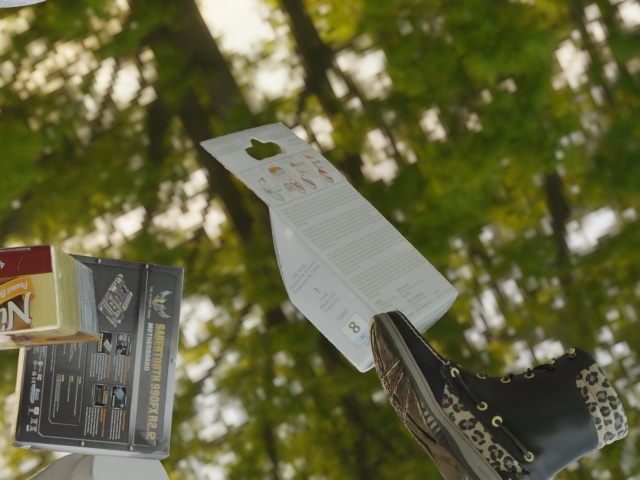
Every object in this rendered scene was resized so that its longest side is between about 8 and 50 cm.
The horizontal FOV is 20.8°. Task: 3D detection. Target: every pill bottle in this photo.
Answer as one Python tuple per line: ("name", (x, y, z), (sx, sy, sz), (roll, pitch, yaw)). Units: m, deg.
("pill bottle", (-0.327, 0.368, 2.218), (0.283, 0.160, 0.160), (-34, -170, 33))

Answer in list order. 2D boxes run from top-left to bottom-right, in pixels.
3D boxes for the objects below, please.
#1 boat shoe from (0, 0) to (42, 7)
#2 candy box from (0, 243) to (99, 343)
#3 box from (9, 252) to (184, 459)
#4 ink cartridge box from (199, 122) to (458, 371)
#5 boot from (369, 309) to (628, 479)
("boat shoe", (-0.283, -0.358, 1.932), (0.109, 0.094, 0.302), (30, -133, 21))
("candy box", (-0.335, 0.065, 1.766), (0.183, 0.088, 0.316), (-5, 175, -1))
("box", (-0.262, 0.135, 2.054), (0.183, 0.231, 0.056), (7, 167, -17))
("ink cartridge box", (0.000, 0.000, 2.498), (0.091, 0.385, 0.308), (-50, 171, 21))
("boot", (0.172, 0.143, 1.709), (0.178, 0.236, 0.085), (-27, 160, -20))
